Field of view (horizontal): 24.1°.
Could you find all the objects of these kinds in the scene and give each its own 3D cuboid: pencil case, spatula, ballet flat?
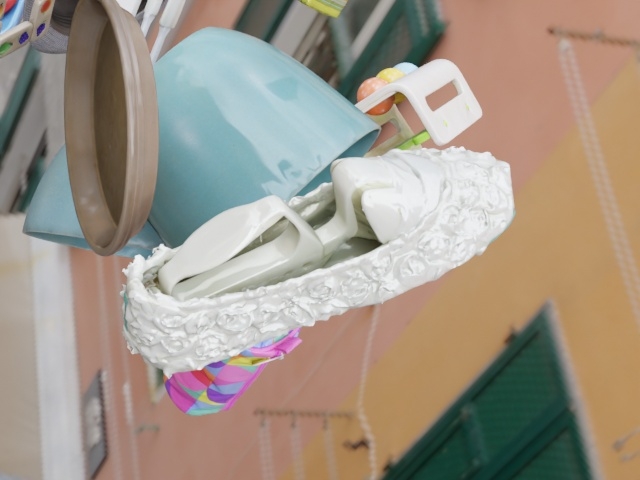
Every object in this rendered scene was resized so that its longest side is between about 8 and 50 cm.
[{"bbox_3d":[-0.101,0.122,1.675,0.104,0.236,0.104,9,65,-19],"label":"pencil case"},{"bbox_3d":[-0.228,-0.232,1.815,0.019,0.242,0.168,27,10,12],"label":"spatula"},{"bbox_3d":[0.000,0.000,1.396,0.409,0.147,0.147,-25,67,-7],"label":"ballet flat"}]

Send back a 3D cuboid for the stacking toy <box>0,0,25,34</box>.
[{"bbox_3d":[-0.509,-0.428,2.061,0.166,0.301,0.175,4,50,6],"label":"stacking toy"}]

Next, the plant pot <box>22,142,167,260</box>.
[{"bbox_3d":[-0.243,-0.078,2.032,0.290,0.290,0.195,12,84,-22],"label":"plant pot"}]

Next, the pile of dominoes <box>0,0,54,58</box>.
[{"bbox_3d":[-0.301,-0.262,1.491,0.040,0.251,0.196,35,42,12],"label":"pile of dominoes"}]

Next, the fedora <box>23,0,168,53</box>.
[{"bbox_3d":[-0.315,-0.387,2.052,0.275,0.243,0.124,-26,59,-26],"label":"fedora"}]

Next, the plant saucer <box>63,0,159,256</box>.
[{"bbox_3d":[-0.219,-0.122,1.558,0.041,0.278,0.277,-4,57,-23],"label":"plant saucer"}]

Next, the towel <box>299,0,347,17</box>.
[{"bbox_3d":[0.054,-0.365,1.703,0.021,0.237,0.102,34,10,18],"label":"towel"}]

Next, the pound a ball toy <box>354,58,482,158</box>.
[{"bbox_3d":[0.084,-0.161,2.138,0.135,0.208,0.319,58,23,-2],"label":"pound a ball toy"}]

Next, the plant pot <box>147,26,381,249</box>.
[{"bbox_3d":[-0.111,-0.115,1.806,0.235,0.293,0.293,45,46,4],"label":"plant pot"}]
